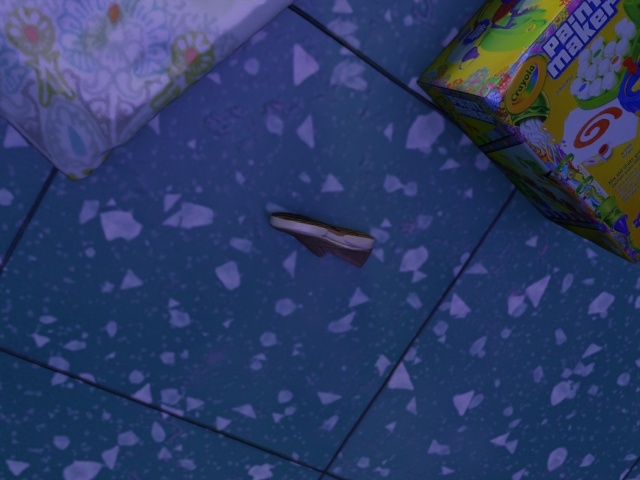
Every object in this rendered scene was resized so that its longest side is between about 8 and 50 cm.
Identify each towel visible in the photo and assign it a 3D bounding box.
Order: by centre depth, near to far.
[{"bbox_3d":[-0.202,-0.285,0.563,0.374,0.090,0.320,-39,113,1],"label":"towel"}]

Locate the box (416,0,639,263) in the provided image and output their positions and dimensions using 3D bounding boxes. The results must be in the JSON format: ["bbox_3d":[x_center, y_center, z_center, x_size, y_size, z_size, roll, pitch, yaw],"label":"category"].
[{"bbox_3d":[0.323,-0.186,0.686,0.279,0.177,0.290,40,96,-23],"label":"box"}]

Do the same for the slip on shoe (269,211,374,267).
[{"bbox_3d":[0.000,0.000,0.737,0.135,0.051,0.041,13,102,-27],"label":"slip on shoe"}]
